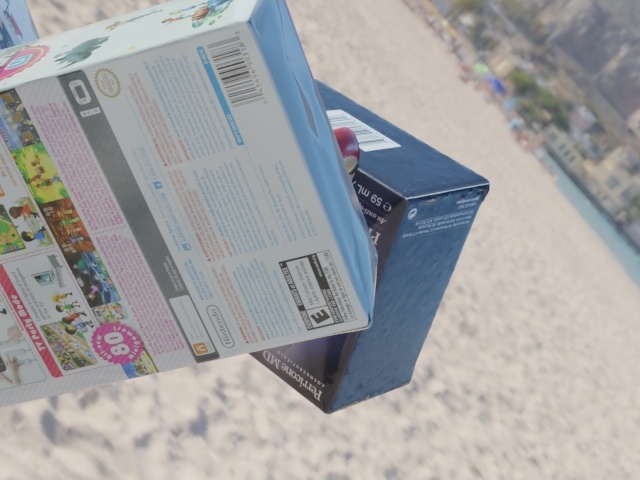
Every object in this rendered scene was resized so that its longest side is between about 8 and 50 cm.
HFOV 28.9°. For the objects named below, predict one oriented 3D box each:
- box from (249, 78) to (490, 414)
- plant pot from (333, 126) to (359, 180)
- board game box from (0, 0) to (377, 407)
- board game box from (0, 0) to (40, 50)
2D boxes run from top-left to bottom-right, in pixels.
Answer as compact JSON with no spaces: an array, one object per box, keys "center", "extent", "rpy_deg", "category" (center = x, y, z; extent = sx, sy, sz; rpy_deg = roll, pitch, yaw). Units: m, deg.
[{"center":[0.000,0.000,1.506],"extent":[0.296,0.294,0.182],"rpy_deg":[34,29,31],"category":"box"},{"center":[-0.071,-0.084,1.292],"extent":[0.174,0.191,0.191],"rpy_deg":[42,9,14],"category":"plant pot"},{"center":[-0.140,-0.022,0.806],"extent":[0.097,0.303,0.224],"rpy_deg":[-80,153,-58],"category":"board game box"},{"center":[-0.374,-0.237,1.399],"extent":[0.193,0.053,0.305],"rpy_deg":[1,67,-80],"category":"board game box"}]
